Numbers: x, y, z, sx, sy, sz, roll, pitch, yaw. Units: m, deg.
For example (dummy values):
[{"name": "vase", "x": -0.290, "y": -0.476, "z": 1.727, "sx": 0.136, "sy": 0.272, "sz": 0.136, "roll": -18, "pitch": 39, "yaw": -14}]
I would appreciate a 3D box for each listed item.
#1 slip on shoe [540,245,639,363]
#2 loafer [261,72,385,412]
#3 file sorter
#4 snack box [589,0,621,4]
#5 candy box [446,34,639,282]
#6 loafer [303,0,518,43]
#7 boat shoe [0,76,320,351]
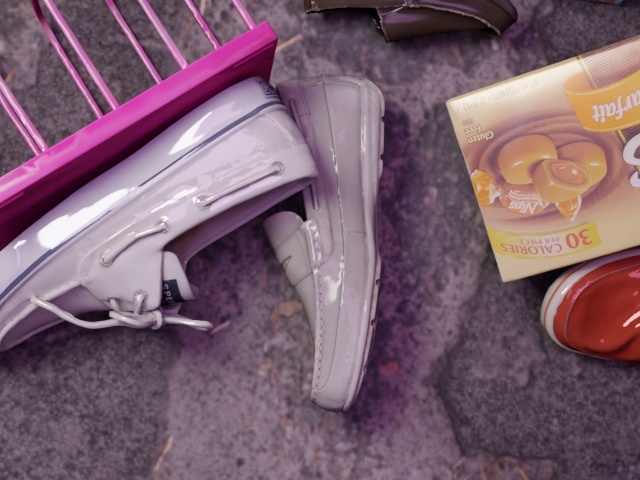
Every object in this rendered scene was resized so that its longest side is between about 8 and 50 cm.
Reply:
[{"name": "slip on shoe", "x": 0.374, "y": 0.082, "z": 1.265, "sx": 0.331, "sy": 0.101, "sz": 0.123, "roll": 9, "pitch": 112, "yaw": -7}, {"name": "loafer", "x": 0.000, "y": 0.000, "z": 1.242, "sx": 0.111, "sy": 0.112, "sz": 0.320, "roll": 2, "pitch": 75, "yaw": -2}, {"name": "file sorter", "x": -0.213, "y": -0.149, "z": 1.182, "sx": 0.290, "sy": 0.202, "sz": 0.182, "roll": -32, "pitch": 85, "yaw": -10}, {"name": "snack box", "x": 0.233, "y": -0.410, "z": 1.342, "sx": 0.187, "sy": 0.060, "sz": 0.322, "roll": 7, "pitch": 82, "yaw": -7}, {"name": "candy box", "x": 0.295, "y": -0.093, "z": 1.224, "sx": 0.316, "sy": 0.087, "sz": 0.183, "roll": -17, "pitch": 92, "yaw": 18}, {"name": "loafer", "x": 0.082, "y": -0.227, "z": 1.298, "sx": 0.220, "sy": 0.080, "sz": 0.078, "roll": 14, "pitch": 91, "yaw": -1}, {"name": "boat shoe", "x": -0.154, "y": 0.023, "z": 1.179, "sx": 0.367, "sy": 0.136, "sz": 0.156, "roll": -36, "pitch": 82, "yaw": 0}]
